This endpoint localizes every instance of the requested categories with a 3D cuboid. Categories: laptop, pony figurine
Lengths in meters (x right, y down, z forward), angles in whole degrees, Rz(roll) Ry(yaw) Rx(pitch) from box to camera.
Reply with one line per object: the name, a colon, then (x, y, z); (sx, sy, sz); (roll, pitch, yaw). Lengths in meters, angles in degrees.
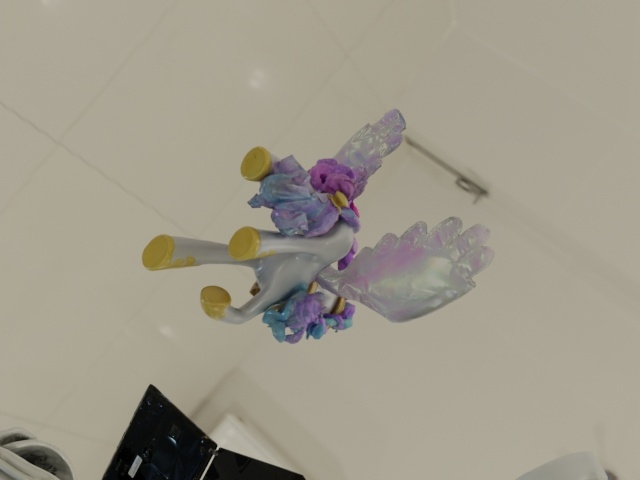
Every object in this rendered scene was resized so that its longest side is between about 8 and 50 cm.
laptop: (-0.198, 0.395, 1.683); (0.136, 0.264, 0.234); (11, 110, -56)
pony figurine: (0.000, 0.000, 1.424); (0.351, 0.303, 0.363); (-41, 147, 20)

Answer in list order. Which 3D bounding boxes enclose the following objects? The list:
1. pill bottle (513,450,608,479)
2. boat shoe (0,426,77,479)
pill bottle: (0.327, 0.418, 1.196); (0.187, 0.334, 0.188); (-19, 151, -11)
boat shoe: (-0.165, 0.142, 0.554); (0.084, 0.258, 0.095); (-41, 112, -21)
